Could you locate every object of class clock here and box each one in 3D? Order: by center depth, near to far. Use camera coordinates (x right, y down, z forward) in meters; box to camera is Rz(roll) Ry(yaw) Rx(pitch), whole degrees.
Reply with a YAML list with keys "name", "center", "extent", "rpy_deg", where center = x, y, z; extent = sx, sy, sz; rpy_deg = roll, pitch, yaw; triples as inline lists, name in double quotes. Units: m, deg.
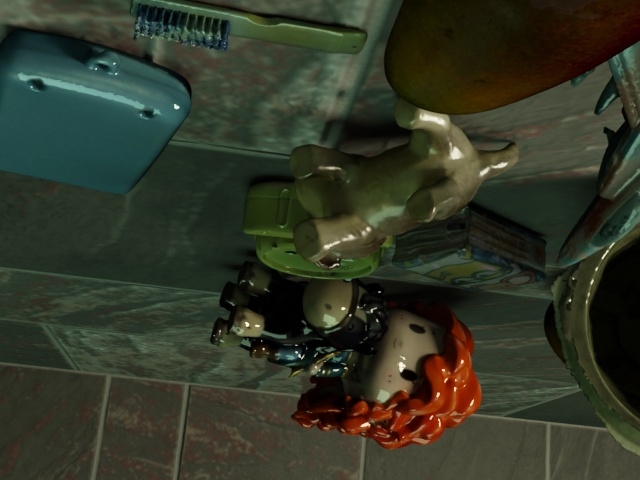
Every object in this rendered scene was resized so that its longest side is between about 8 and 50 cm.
- name: "clock"
  center: [0.000, 0.000, 1.128]
  extent: [0.170, 0.069, 0.232]
  rpy_deg: [5, 163, 2]

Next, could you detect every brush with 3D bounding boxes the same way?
- name: "brush"
  center: [-0.054, -0.155, 0.713]
  extent: [0.178, 0.030, 0.033]
  rpy_deg: [8, 153, -8]

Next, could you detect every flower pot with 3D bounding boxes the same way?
- name: "flower pot"
  center: [0.388, 0.084, 1.015]
  extent: [0.290, 0.290, 0.259]
  rpy_deg: [2, 176, 10]

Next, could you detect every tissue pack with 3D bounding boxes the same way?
- name: "tissue pack"
  center: [0.178, 0.014, 1.128]
  extent: [0.155, 0.065, 0.115]
  rpy_deg: [20, 158, -38]

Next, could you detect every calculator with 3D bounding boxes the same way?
- name: "calculator"
  center: [-0.227, -0.109, 0.876]
  extent: [0.173, 0.051, 0.293]
  rpy_deg: [13, 161, -20]

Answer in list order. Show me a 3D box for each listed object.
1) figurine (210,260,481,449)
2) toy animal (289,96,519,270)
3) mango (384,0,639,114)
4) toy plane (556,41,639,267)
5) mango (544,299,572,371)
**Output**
- name: "figurine"
  center: [0.039, 0.153, 1.400]
  extent: [0.306, 0.241, 0.412]
  rpy_deg: [-25, 134, 30]
- name: "toy animal"
  center: [0.051, -0.048, 0.895]
  extent: [0.233, 0.121, 0.169]
  rpy_deg: [-22, 166, 38]
- name: "mango"
  center: [0.122, -0.150, 0.525]
  extent: [0.133, 0.111, 0.267]
  rpy_deg: [16, 158, -24]
- name: "toy plane"
  center: [0.249, -0.086, 0.670]
  extent: [0.223, 0.104, 0.326]
  rpy_deg: [11, 147, -16]
- name: "mango"
  center: [0.422, 0.142, 1.326]
  extent: [0.201, 0.152, 0.287]
  rpy_deg: [34, 175, 45]
